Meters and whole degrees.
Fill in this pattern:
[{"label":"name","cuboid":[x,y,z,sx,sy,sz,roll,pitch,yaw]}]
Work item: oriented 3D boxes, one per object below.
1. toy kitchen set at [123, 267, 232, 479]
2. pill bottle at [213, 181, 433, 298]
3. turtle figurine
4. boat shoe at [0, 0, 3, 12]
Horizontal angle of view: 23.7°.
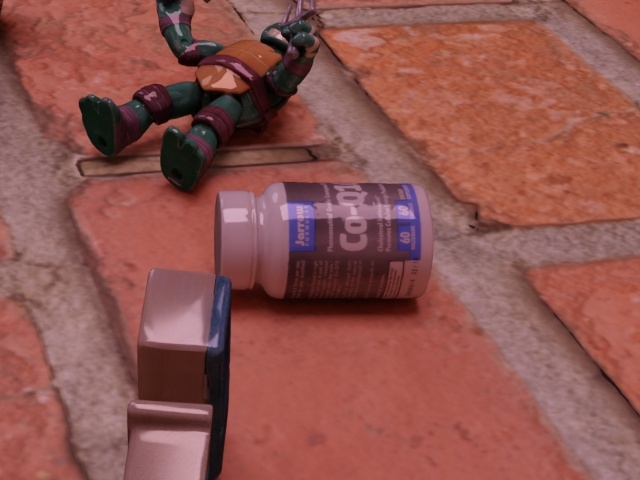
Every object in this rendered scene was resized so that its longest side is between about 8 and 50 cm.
[{"label":"toy kitchen set","cuboid":[-0.016,0.136,0.757,0.166,0.122,0.207,5,49,-1]},{"label":"pill bottle","cuboid":[0.000,0.000,1.003,0.137,0.078,0.078,0,30,-10]},{"label":"turtle figurine","cuboid":[-0.070,-0.136,1.197,0.175,0.118,0.234,9,41,36]},{"label":"boat shoe","cuboid":[-0.333,-0.179,1.237,0.122,0.110,0.341,23,28,7]}]
